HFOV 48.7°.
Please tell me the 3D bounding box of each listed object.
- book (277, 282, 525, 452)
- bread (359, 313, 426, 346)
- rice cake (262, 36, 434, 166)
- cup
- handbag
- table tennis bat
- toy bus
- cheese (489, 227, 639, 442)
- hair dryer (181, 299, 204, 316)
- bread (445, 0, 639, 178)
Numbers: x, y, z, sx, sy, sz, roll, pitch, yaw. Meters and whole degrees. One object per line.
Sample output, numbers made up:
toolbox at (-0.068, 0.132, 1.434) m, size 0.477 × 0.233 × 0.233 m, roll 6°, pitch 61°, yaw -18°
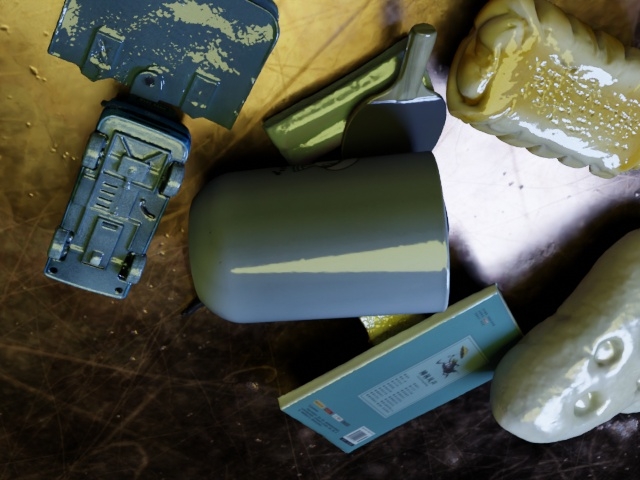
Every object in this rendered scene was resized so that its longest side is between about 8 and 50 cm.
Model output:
book at (0.151, 0.221, 1.145) m, size 0.380 × 0.031 × 0.264 m, roll -30°, pitch 141°, yaw 9°
bread at (0.096, 0.089, 1.074) m, size 0.103 × 0.065 × 0.187 m, roll -27°, pitch 126°, yaw 8°
rice cake at (0.039, -0.171, 0.910) m, size 0.222 × 0.042 × 0.080 m, roll -29°, pitch 121°, yaw 9°
cup at (0.000, 0.000, 0.903) m, size 0.313 × 0.205 × 0.205 m, roll -4°, pitch 123°, yaw 2°
handbag at (-0.177, -0.235, 0.819) m, size 0.229 × 0.062 × 0.179 m, roll 22°, pitch 117°, yaw -21°
table tennis bat at (0.100, -0.162, 0.890) m, size 0.138 × 0.022 × 0.246 m, roll -9°, pitch 144°, yaw -15°
toy bus at (-0.250, -0.057, 0.879) m, size 0.114 × 0.134 × 0.246 m, roll 20°, pitch 118°, yaw -18°
cheese at (0.434, 0.140, 1.096) m, size 0.351 × 0.129 × 0.328 m, roll -8°, pitch 121°, yaw -22°
hair dryer at (-0.170, 0.101, 1.065) m, size 0.083 × 0.031 × 0.079 m, roll -27°, pitch 133°, yaw 24°
bread at (0.309, -0.186, 0.896) m, size 0.311 × 0.121 × 0.172 m, roll 19°, pitch 115°, yaw -20°
